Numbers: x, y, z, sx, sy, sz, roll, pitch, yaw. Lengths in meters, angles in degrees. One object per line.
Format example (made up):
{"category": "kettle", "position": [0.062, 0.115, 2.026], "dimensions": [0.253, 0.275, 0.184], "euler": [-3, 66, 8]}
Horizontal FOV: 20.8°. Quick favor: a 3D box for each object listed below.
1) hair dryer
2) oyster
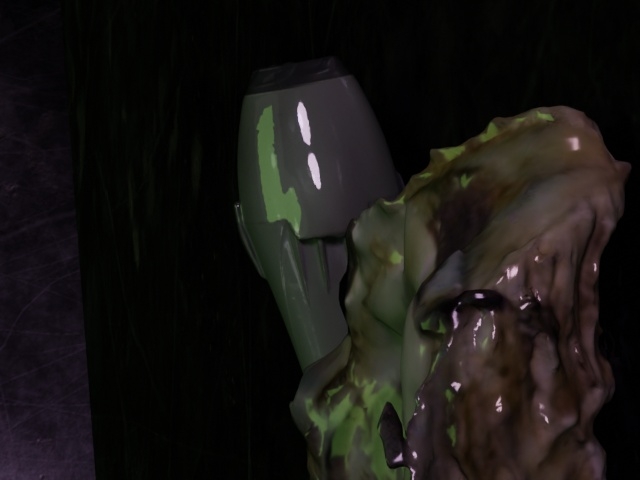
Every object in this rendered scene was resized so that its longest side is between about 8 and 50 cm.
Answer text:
{"category": "hair dryer", "position": [0.007, 0.032, 1.008], "dimensions": [0.267, 0.092, 0.229], "euler": [90, 169, -78]}
{"category": "oyster", "position": [0.054, 0.106, 0.732], "dimensions": [0.238, 0.115, 0.351], "euler": [-102, 20, -63]}
